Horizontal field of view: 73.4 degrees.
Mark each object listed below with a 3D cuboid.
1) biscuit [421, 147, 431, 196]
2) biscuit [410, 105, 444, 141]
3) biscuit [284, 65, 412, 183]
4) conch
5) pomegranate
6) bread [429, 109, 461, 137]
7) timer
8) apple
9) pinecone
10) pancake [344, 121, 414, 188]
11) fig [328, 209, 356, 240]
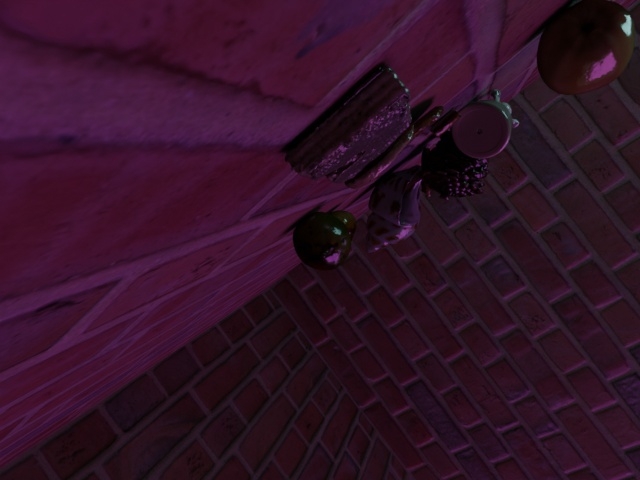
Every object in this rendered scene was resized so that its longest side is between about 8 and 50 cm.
[{"bbox_3d":[0.407,-0.268,1.666,0.031,0.176,0.228,2,-157,7],"label":"biscuit"},{"bbox_3d":[0.151,-0.189,0.846,0.220,0.033,0.220,-39,-176,3],"label":"biscuit"},{"bbox_3d":[0.049,-0.130,0.552,0.147,0.046,0.250,-38,177,13],"label":"biscuit"},{"bbox_3d":[0.275,-0.110,1.629,0.249,0.197,0.367,-15,115,-65],"label":"conch"},{"bbox_3d":[-0.008,0.008,1.141,0.156,0.156,0.220,-36,-174,-24],"label":"pomegranate"},{"bbox_3d":[0.339,-0.319,1.170,0.083,0.036,0.047,-39,-175,18],"label":"bread"},{"bbox_3d":[0.553,-0.390,1.376,0.266,0.175,0.175,-40,180,-41],"label":"timer"},{"bbox_3d":[0.567,-0.416,0.926,0.200,0.200,0.200,-37,177,-2],"label":"apple"},{"bbox_3d":[0.475,-0.263,1.482,0.272,0.224,0.224,-63,-177,-11],"label":"pinecone"},{"bbox_3d":[0.097,-0.143,0.715,0.151,0.025,0.151,-45,-166,15],"label":"pancake"},{"bbox_3d":[0.049,-0.031,1.406,0.153,0.121,0.135,-15,129,-26],"label":"fig"}]
